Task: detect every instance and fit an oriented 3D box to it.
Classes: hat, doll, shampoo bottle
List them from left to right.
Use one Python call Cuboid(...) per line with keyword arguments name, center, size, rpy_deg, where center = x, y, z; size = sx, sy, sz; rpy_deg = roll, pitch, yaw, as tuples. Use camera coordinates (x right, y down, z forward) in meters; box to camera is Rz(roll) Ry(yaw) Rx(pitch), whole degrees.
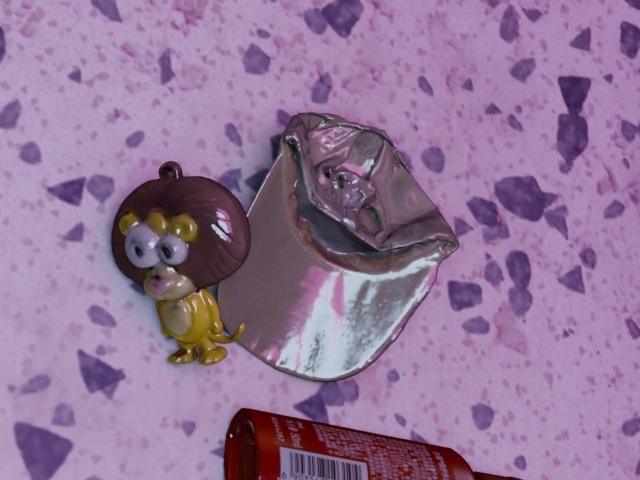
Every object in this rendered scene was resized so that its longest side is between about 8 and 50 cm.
Cuboid(name="doll", center=(-0.122, 0.022, 1.597), size=(0.096, 0.145, 0.188), rpy_deg=(-20, 83, -55))
Cuboid(name="hat", center=(0.000, 0.000, 1.713), size=(0.214, 0.149, 0.245), rpy_deg=(35, 99, -17))
Cuboid(name="shampoo bottle", center=(0.059, 0.240, 1.657), size=(0.314, 0.076, 0.118), rpy_deg=(14, 36, -24))
